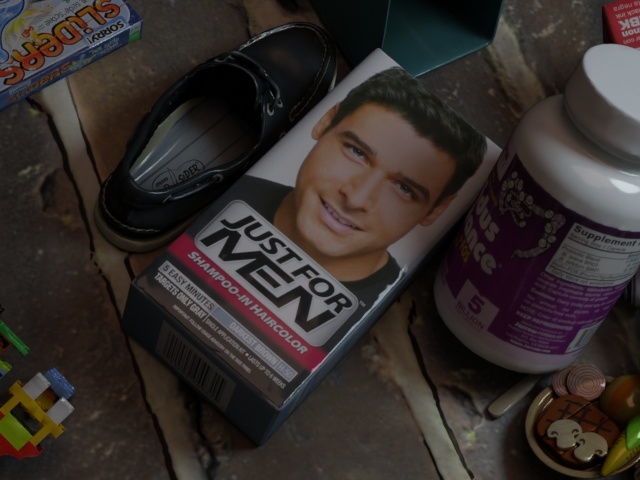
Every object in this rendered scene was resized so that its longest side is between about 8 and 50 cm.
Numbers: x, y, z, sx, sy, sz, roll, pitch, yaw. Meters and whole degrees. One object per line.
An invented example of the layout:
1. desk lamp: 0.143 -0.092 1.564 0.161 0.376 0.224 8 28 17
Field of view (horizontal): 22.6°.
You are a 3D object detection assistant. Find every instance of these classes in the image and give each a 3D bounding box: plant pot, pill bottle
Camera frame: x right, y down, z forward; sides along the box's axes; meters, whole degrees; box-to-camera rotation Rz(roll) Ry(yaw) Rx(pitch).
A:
1. plant pot: 0.070 -0.317 1.739 0.165 0.165 0.234 -25 62 -22
2. pill bottle: 0.235 -0.030 1.510 0.169 0.301 0.169 16 37 -13

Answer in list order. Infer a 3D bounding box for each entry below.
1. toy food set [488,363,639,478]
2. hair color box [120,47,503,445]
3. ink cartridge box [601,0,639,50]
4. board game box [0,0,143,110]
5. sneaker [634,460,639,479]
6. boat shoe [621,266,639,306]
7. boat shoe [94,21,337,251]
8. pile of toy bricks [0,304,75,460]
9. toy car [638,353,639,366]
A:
1. toy food set: 0.260 0.169 1.537 0.132 0.038 0.192 -38 50 -22
2. hair color box: 0.000 0.000 1.577 0.185 0.113 0.374 40 62 8
3. ink cartridge box: 0.377 -0.095 1.643 0.114 0.197 0.273 -14 64 5
4. board game box: -0.308 -0.226 1.684 0.201 0.035 0.136 -33 73 -24
5. sneaker: 0.325 0.236 1.542 0.084 0.069 0.185 -8 63 -21
6. boat shoe: 0.294 -0.032 1.679 0.076 0.080 0.228 -10 67 3
7. boat shoe: -0.095 -0.130 1.629 0.340 0.113 0.127 -39 76 -26
8. pile of toy bricks: -0.328 0.115 1.475 0.105 0.118 0.212 -43 93 1
9. toy car: 0.397 0.103 1.519 0.136 0.182 0.159 52 30 -18
